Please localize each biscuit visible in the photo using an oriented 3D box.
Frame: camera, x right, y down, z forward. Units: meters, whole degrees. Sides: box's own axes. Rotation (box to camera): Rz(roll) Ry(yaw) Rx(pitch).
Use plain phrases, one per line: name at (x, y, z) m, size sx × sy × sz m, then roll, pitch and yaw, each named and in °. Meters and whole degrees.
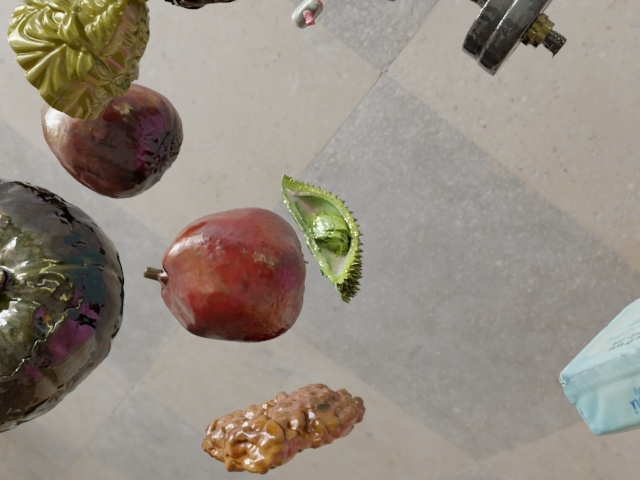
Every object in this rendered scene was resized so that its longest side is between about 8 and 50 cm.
biscuit at (-0.080, 0.399, 1.519) m, size 0.318 × 0.312 × 0.111 m, roll -22°, pitch 84°, yaw 57°

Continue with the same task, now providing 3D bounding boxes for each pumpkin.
pumpkin at (-0.297, 0.051, 0.621) m, size 0.238 × 0.238 × 0.159 m, roll 27°, pitch 153°, yaw 3°

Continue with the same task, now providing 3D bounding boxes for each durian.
durian at (0.008, 0.003, 1.767) m, size 0.157 × 0.169 × 0.356 m, roll -48°, pitch 60°, yaw 41°

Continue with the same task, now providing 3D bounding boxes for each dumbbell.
dumbbell at (0.209, -0.405, 1.081) m, size 0.388 × 0.185 × 0.185 m, roll 37°, pitch 139°, yaw 6°

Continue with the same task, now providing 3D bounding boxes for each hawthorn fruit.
hawthorn fruit at (-0.177, 0.063, 1.332) m, size 0.307 × 0.265 × 0.265 m, roll 5°, pitch 143°, yaw -20°

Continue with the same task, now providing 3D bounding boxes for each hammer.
hammer at (-0.018, -0.330, 1.029) m, size 0.031 × 0.083 × 0.052 m, roll 40°, pitch 108°, yaw -24°

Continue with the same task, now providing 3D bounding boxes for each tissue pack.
tissue pack at (0.358, 0.074, 0.610) m, size 0.089 × 0.177 × 0.263 m, roll 55°, pitch 142°, yaw 9°

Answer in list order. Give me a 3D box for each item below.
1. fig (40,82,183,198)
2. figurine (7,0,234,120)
fig at (-0.395, -0.195, 1.335) m, size 0.263 × 0.224 × 0.224 m, roll 9°, pitch 147°, yaw -27°
figurine at (-0.210, -0.305, 0.853) m, size 0.315 × 0.187 × 0.168 m, roll -28°, pitch 114°, yaw 23°
